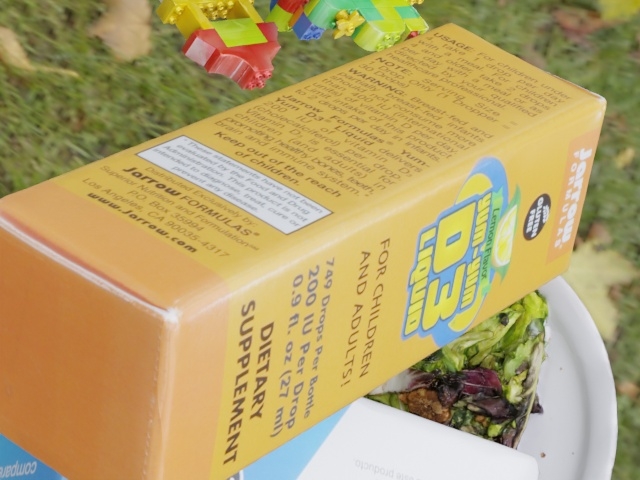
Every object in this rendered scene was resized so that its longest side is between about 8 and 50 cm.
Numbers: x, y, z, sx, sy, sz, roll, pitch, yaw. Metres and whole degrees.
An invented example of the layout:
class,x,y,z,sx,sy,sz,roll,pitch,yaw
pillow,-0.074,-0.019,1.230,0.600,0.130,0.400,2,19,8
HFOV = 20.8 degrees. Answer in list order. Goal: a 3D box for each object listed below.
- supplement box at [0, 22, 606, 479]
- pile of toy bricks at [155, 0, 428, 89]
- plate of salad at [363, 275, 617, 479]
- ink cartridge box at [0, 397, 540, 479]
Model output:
class,x,y,z,sx,sy,sz,roll,pitch,yaw
supplement box,0.000,0.000,0.566,0.233,0.080,0.078,-29,136,-47
pile of toy bricks,0.022,-0.145,0.994,0.212,0.105,0.118,-14,153,-45
plate of salad,0.048,0.090,0.850,0.048,0.200,0.200,18,96,-57
ink cartridge box,-0.051,0.210,0.666,0.223,0.129,0.307,22,67,-34
